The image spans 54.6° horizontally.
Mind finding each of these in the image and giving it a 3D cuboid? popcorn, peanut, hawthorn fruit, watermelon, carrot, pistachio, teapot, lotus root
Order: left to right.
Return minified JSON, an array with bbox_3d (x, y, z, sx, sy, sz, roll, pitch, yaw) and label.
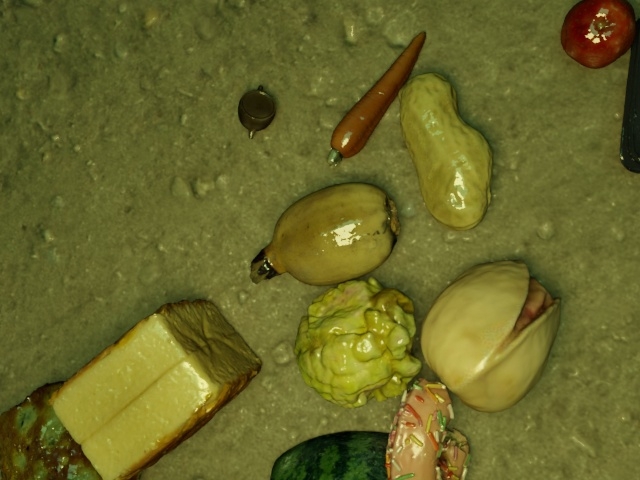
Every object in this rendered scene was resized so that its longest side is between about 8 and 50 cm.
[{"bbox_3d":[-0.133,-0.267,1.279,0.076,0.068,0.121,11,64,-13],"label":"teapot"},{"bbox_3d":[0.000,0.000,1.186,0.310,0.183,0.182,-20,82,13],"label":"lotus root"},{"bbox_3d":[0.076,0.192,1.126,0.259,0.259,0.212,-22,123,7],"label":"popcorn"},{"bbox_3d":[0.080,0.498,1.118,0.250,0.283,0.292,-40,106,19],"label":"watermelon"},{"bbox_3d":[0.117,-0.282,1.245,0.069,0.069,0.336,37,85,11],"label":"carrot"},{"bbox_3d":[0.242,-0.173,1.175,0.148,0.147,0.318,-17,78,8],"label":"peanut"},{"bbox_3d":[0.296,0.161,1.073,0.230,0.230,0.309,44,53,10],"label":"pistachio"},{"bbox_3d":[0.509,-0.385,1.140,0.133,0.138,0.132,0,91,23],"label":"hawthorn fruit"}]

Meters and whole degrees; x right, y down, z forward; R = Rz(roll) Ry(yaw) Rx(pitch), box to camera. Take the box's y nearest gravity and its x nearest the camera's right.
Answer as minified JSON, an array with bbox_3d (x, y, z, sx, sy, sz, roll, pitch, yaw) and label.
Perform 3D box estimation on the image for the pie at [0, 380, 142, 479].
[{"bbox_3d":[-0.502,0.440,1.239,0.355,0.103,0.288,40,101,16],"label":"pie"}]

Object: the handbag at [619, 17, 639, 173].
[{"bbox_3d":[0.698,-0.271,1.115,0.269,0.118,0.325,8,87,17],"label":"handbag"}]

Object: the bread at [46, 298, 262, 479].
[{"bbox_3d":[-0.287,0.266,1.148,0.279,0.279,0.207,-39,81,4],"label":"bread"}]

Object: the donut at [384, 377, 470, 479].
[{"bbox_3d":[0.190,0.368,1.073,0.085,0.232,0.199,5,48,35],"label":"donut"}]
